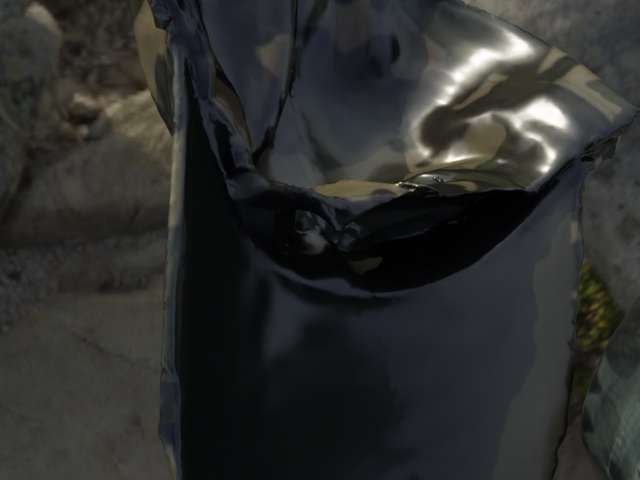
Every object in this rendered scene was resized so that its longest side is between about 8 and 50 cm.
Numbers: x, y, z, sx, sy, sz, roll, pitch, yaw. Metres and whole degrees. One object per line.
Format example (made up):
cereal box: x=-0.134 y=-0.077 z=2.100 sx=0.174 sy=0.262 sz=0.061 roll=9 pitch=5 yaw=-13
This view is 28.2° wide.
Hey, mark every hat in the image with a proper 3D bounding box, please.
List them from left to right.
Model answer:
hat: x=0.000 y=0.000 z=0.758 sx=0.366 sy=0.257 sz=0.381 roll=18 pitch=91 yaw=-30

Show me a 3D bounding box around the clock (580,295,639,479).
clock: x=0.317 y=0.054 z=0.660 sx=0.386 sy=0.386 sz=0.076 roll=-15 pitch=51 yaw=-13
